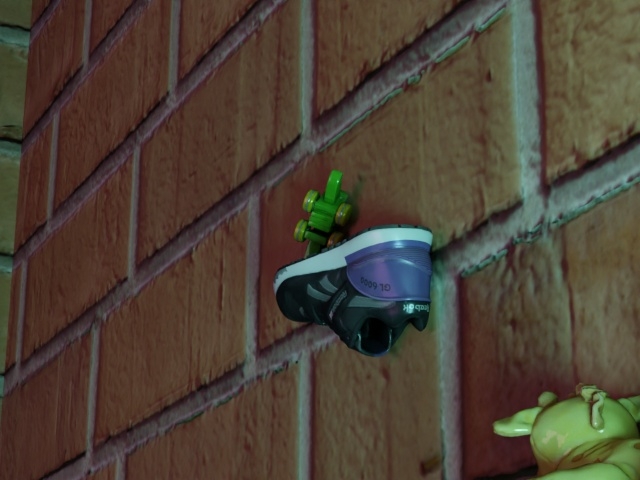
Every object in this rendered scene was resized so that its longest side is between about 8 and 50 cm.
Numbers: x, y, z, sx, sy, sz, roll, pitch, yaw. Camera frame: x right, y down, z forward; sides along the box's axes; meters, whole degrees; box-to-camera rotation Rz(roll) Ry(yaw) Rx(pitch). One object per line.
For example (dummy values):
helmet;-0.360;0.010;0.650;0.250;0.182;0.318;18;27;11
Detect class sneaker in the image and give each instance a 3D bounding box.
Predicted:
sneaker;0.029;0.077;1.764;0.283;0.107;0.124;-30;60;59

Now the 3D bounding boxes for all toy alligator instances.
toy alligator;0.000;0.000;1.915;0.051;0.056;0.190;-28;-43;-67

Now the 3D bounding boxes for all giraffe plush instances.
giraffe plush;0.218;0.194;1.257;0.210;0.181;0.170;-64;21;15
